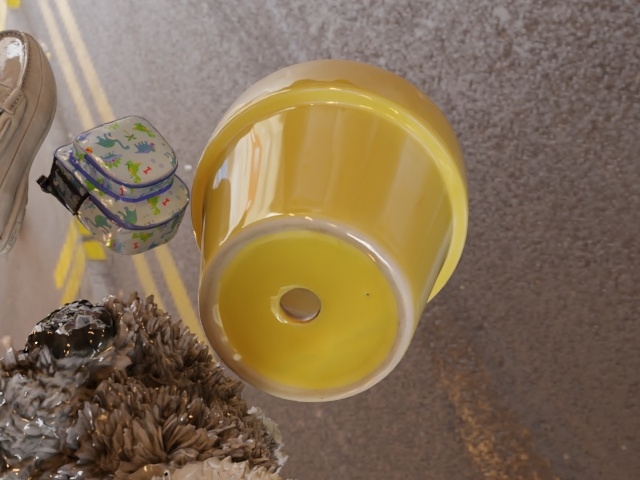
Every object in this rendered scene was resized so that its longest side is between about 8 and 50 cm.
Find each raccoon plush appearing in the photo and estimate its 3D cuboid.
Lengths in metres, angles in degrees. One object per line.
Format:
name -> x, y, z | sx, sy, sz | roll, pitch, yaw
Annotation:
raccoon plush -> -0.041, 0.190, 0.629 | 0.299, 0.446, 0.216 | 30, 103, 27

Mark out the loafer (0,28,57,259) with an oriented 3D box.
loafer -> -0.350, -0.118, 0.944 | 0.112, 0.111, 0.320 | -17, 49, 14

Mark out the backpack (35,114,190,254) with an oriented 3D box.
backpack -> -0.176, -0.050, 0.827 | 0.114, 0.105, 0.084 | 47, 134, 12

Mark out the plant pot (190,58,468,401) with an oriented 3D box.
plant pot -> 0.000, 0.000, 0.778 | 0.239, 0.254, 0.254 | -75, 4, -62
